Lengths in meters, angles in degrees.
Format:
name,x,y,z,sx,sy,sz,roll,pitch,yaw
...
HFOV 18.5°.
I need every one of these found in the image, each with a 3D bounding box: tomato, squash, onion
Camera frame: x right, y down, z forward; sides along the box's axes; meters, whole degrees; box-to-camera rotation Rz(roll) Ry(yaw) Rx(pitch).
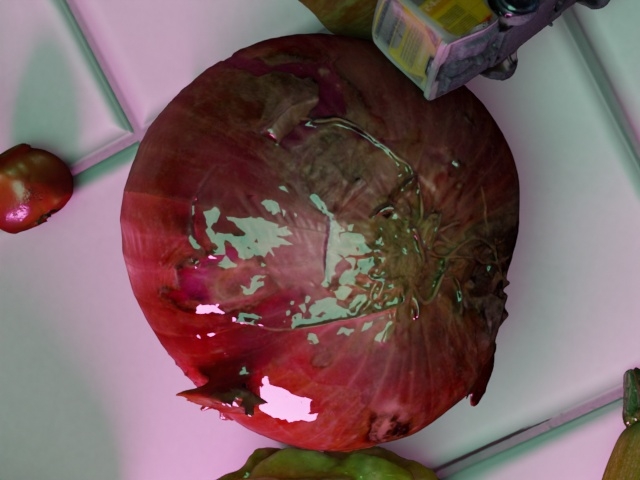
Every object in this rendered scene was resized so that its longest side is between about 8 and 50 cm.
name,x,y,z,sx,sy,sz,roll,pitch,yaw
tomato,-0.272,-0.049,1.792,0.087,0.087,0.075,-33,88,18
squash,0.293,0.178,1.694,0.105,0.105,0.132,5,83,14
onion,0.002,0.005,1.607,0.354,0.353,0.353,3,100,14

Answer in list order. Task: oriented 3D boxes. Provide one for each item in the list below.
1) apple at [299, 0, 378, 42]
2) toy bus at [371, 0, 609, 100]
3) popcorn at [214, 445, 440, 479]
name,x,y,z,sx,sy,sz,roll,pitch,yaw
apple,0.035,-0.237,1.650,0.146,0.146,0.131,43,110,4
toy bus,0.162,-0.216,1.572,0.106,0.268,0.092,44,151,16
popcorn,-0.018,0.292,1.701,0.235,0.250,0.241,14,102,20
